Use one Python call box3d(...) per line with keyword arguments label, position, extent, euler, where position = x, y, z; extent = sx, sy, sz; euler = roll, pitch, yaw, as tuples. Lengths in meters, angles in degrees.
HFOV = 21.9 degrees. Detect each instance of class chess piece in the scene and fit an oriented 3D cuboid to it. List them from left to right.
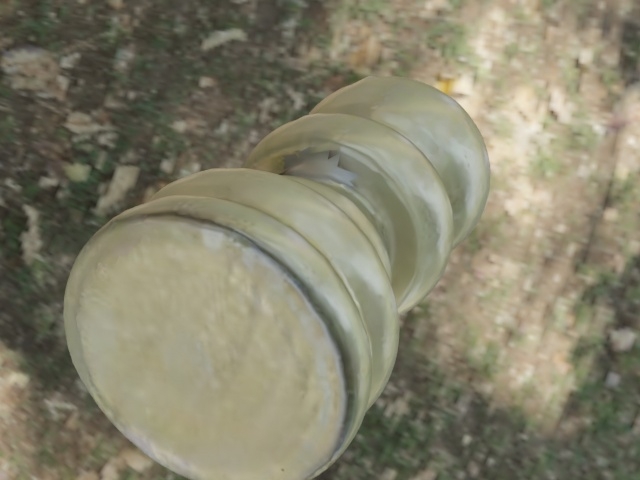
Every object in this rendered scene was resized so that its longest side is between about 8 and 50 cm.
box3d(label="chess piece", position=(0.000, 0.000, 0.938), extent=(0.299, 0.167, 0.167), euler=(-45, 127, -55))
